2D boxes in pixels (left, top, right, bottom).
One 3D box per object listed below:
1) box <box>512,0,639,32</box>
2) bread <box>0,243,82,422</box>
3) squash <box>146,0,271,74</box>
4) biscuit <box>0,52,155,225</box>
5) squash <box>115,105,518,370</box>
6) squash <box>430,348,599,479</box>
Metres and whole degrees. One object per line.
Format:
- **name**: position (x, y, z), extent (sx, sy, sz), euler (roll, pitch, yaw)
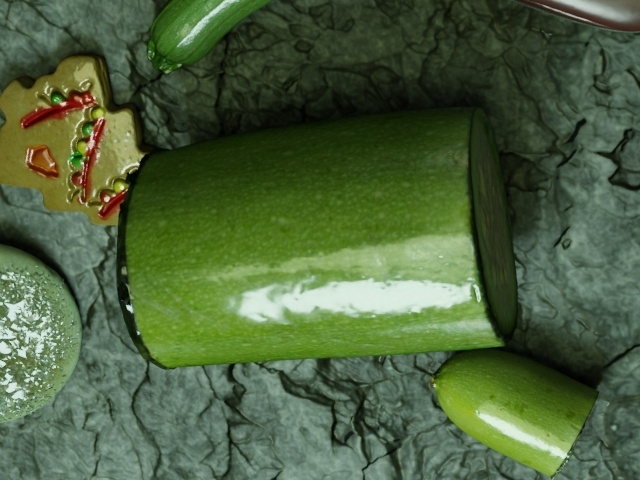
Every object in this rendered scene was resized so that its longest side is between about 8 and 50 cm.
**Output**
- **box**: position (0.218, -0.361, 1.370), extent (0.404, 0.108, 0.263), euler (21, 116, 3)
- **bread**: position (-0.427, 0.122, 1.721), extent (0.267, 0.040, 0.267), euler (-4, 116, -8)
- **squash**: position (-0.107, -0.260, 1.511), extent (0.219, 0.068, 0.077), euler (-37, 106, 25)
- **biscuit**: position (-0.276, -0.100, 1.636), extent (0.239, 0.041, 0.212), euler (41, 114, -6)
- **squash**: position (0.000, 0.000, 1.498), extent (0.385, 0.263, 0.263), euler (-6, 112, 16)
- **squash**: position (0.216, 0.191, 1.611), extent (0.187, 0.123, 0.123), euler (23, 116, 6)
